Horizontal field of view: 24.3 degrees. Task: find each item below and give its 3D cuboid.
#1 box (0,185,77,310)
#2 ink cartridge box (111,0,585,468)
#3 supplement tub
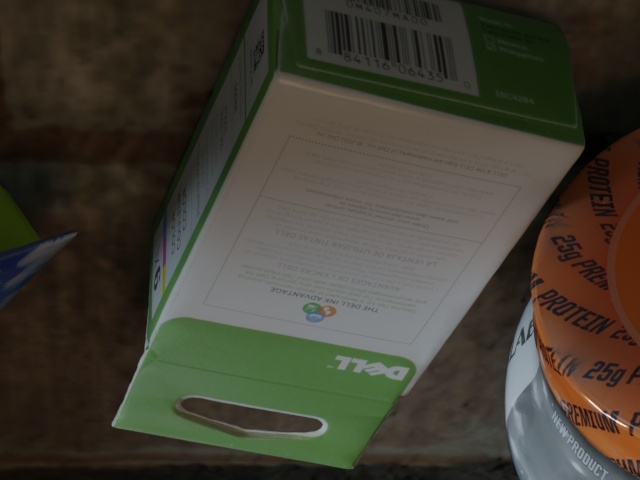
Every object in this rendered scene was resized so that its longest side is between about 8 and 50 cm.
[{"bbox_3d":[-0.183,0.041,0.565,0.178,0.042,0.109,-42,167,35],"label":"box"},{"bbox_3d":[0.000,0.000,0.557,0.109,0.062,0.209,12,138,-17],"label":"ink cartridge box"},{"bbox_3d":[0.181,0.103,0.592,0.194,0.193,0.316,-12,138,10],"label":"supplement tub"}]
